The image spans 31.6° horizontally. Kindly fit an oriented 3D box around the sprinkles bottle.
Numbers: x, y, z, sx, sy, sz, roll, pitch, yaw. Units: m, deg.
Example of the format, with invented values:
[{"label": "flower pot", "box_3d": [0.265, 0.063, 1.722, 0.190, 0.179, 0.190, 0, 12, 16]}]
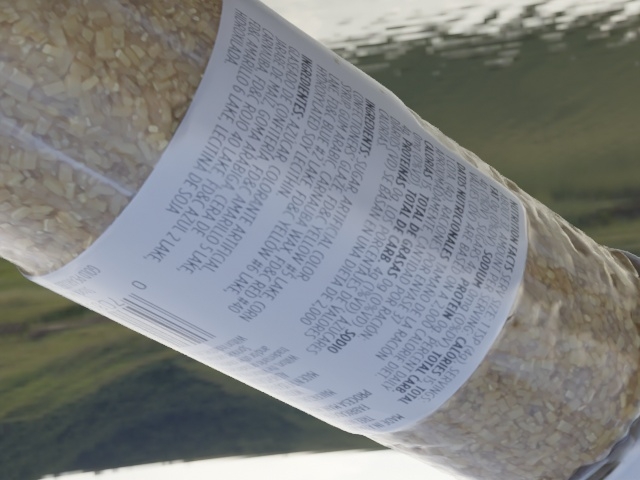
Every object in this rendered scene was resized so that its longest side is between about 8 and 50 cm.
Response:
[{"label": "sprinkles bottle", "box_3d": [0.000, 0.000, 0.406, 0.355, 0.121, 0.121, 30, 159, -30]}]
